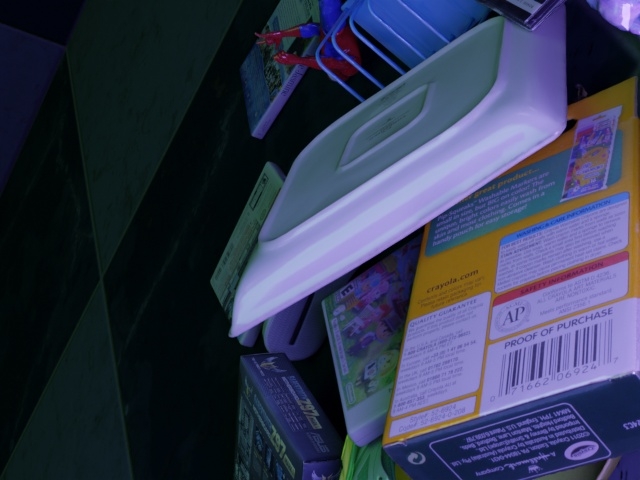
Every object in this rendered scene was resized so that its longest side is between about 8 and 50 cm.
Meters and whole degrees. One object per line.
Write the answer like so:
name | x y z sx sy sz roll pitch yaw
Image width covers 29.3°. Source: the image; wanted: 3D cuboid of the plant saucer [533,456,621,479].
plant saucer | 0.192 0.132 1.038 0.241 0.037 0.241 -43 38 47

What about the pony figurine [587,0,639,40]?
pony figurine | 0.298 -0.177 0.535 0.363 0.303 0.351 -1 45 32

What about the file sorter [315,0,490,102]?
file sorter | 0.088 -0.231 1.326 0.170 0.118 0.104 -36 18 55

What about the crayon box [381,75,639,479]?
crayon box | 0.174 0.032 0.952 0.203 0.083 0.323 -23 34 32

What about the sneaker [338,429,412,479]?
sneaker | 0.062 0.258 1.045 0.123 0.109 0.296 -25 52 59

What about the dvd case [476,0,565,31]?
dvd case | 0.237 -0.298 1.151 0.221 0.018 0.164 -44 30 4

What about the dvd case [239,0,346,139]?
dvd case | -0.045 -0.293 1.783 0.253 0.022 0.180 -54 30 32

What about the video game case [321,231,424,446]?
video game case | 0.093 0.067 1.116 0.193 0.023 0.212 -34 28 13

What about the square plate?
square plate | 0.071 -0.088 1.132 0.347 0.049 0.344 -32 18 24

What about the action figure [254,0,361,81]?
action figure | -0.023 -0.272 1.481 0.280 0.139 0.091 71 -172 -60

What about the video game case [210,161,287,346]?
video game case | -0.081 0.016 1.660 0.201 0.023 0.183 -63 27 16

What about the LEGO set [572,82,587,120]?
LEGO set | 0.223 -0.112 1.155 0.083 0.023 0.054 -18 60 44

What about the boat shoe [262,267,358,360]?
boat shoe | 0.000 0.000 1.419 0.302 0.109 0.094 -62 26 26

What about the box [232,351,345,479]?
box | -0.036 0.252 1.320 0.233 0.059 0.183 -133 43 -60
